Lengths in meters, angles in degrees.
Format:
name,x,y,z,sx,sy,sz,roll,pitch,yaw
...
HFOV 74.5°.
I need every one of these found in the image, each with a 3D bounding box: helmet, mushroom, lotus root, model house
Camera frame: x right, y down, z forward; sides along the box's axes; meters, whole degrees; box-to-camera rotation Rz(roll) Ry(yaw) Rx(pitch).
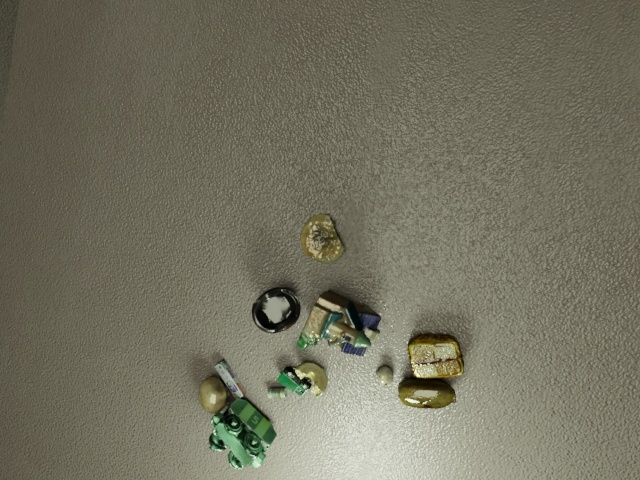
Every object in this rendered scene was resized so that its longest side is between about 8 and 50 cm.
name,x,y,z,sx,sy,sz,roll,pitch,yaw
helmet,-0.191,0.304,1.843,0.216,0.193,0.189,-30,85,2
mushroom,-0.501,0.728,1.984,0.166,0.127,0.166,-5,84,47
lotus root,0.444,0.640,1.779,0.241,0.124,0.122,-6,96,12
model house,0.095,0.365,1.732,0.280,0.312,0.245,25,97,10
mushroom,0.274,0.592,1.843,0.079,0.085,0.085,-4,96,47

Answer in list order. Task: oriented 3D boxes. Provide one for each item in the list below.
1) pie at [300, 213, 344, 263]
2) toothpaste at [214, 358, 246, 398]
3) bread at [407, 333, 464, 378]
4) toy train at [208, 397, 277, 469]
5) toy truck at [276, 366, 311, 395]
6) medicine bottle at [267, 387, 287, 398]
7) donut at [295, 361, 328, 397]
name,x,y,z,sx,sy,sz,roll,pitch,yaw
pie,0.001,0.000,1.847,0.185,0.052,0.218,-28,87,18
toothpaste,-0.429,0.661,2.007,0.047,0.040,0.196,-35,87,17
bread,0.482,0.486,1.768,0.222,0.096,0.181,-7,92,11
toy train,-0.357,0.878,1.911,0.299,0.238,0.167,42,109,6
toy truck,-0.116,0.643,1.927,0.147,0.065,0.079,36,104,7
medicine bottle,-0.201,0.711,1.961,0.083,0.047,0.047,-6,94,12
donut,-0.034,0.615,1.891,0.166,0.108,0.065,42,127,14
